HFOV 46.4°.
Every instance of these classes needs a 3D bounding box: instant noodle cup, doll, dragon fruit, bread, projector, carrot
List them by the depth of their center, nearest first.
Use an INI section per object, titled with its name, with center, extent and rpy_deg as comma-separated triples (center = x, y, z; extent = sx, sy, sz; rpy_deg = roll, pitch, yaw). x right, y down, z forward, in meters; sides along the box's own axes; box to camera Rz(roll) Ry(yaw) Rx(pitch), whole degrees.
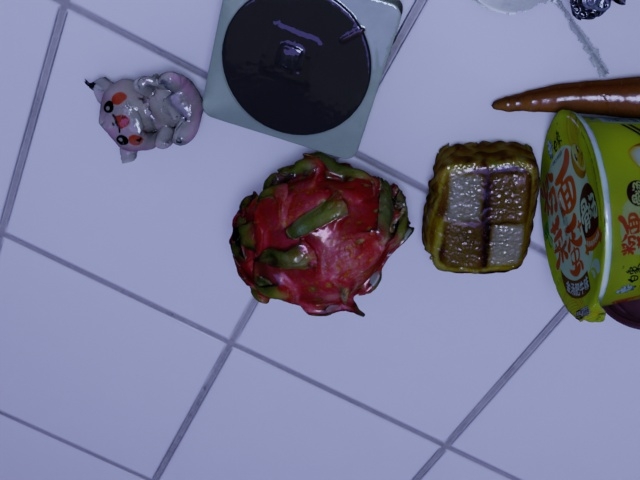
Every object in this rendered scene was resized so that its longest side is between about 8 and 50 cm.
[instant noodle cup]
center = 0.468, -0.044, 1.082
extent = 0.221, 0.311, 0.311
rpy_deg = -5, 120, 3
[carrot]
center = 0.428, -0.214, 1.116
extent = 0.336, 0.069, 0.069
rpy_deg = 2, 121, 17
[projector]
center = -0.032, -0.280, 1.143
extent = 0.259, 0.079, 0.257
rpy_deg = 18, 123, 0
[bread]
center = 0.260, -0.054, 1.219
extent = 0.181, 0.096, 0.222
rpy_deg = 3, 121, 6
[dragon fruit]
center = -0.003, -0.009, 1.222
extent = 0.302, 0.237, 0.231
rpy_deg = -27, 134, 12
[doll]
center = -0.284, -0.213, 1.224
extent = 0.192, 0.095, 0.149
rpy_deg = -10, 112, 18

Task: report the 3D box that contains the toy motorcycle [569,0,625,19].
[toy motorcycle]
center = 0.326, -0.417, 0.982
extent = 0.263, 0.091, 0.157
rpy_deg = 38, 113, -9

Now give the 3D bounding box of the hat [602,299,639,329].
[hat]
center = 0.560, 0.074, 1.243
extent = 0.205, 0.089, 0.205
rpy_deg = 5, 121, 8

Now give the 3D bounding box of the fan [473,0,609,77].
[fan]
center = 0.323, -0.364, 1.067
extent = 0.190, 0.009, 0.329
rpy_deg = -36, 107, 24
